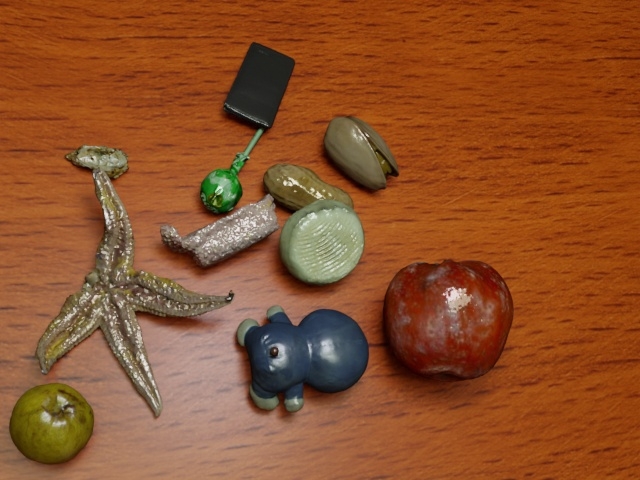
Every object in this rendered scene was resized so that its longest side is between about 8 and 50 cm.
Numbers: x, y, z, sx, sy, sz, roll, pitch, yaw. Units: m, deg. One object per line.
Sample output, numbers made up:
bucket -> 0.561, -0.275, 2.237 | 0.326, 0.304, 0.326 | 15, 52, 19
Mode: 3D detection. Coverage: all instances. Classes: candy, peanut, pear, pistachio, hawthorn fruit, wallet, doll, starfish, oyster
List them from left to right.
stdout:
pear -> -0.492, 0.334, 1.358 | 0.148, 0.162, 0.149 | 12, 58, -20
oyster -> -0.489, -0.180, 1.633 | 0.132, 0.029, 0.086 | 30, 58, 1
starfish -> -0.400, 0.117, 1.477 | 0.383, 0.132, 0.398 | 32, 69, 4
candy -> -0.180, -0.194, 1.707 | 0.097, 0.097, 0.324 | 29, 56, -3
wallet -> -0.143, -0.380, 1.790 | 0.124, 0.025, 0.244 | 23, 54, -9
doll -> -0.028, 0.233, 1.540 | 0.258, 0.154, 0.228 | -4, 66, -24
peanut -> -0.024, -0.110, 1.694 | 0.225, 0.095, 0.108 | 25, 48, -7
pistachio -> 0.099, -0.210, 1.751 | 0.206, 0.131, 0.129 | 43, 72, 0
hawthorn fruit -> 0.271, 0.165, 1.587 | 0.284, 0.284, 0.285 | 5, 68, -13

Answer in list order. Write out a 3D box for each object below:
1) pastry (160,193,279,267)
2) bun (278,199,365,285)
pastry -> -0.206, -0.013, 1.595 | 0.265, 0.103, 0.112 | -18, 86, -19
bun -> 0.000, 0.000, 1.627 | 0.195, 0.118, 0.196 | -4, 104, -17
